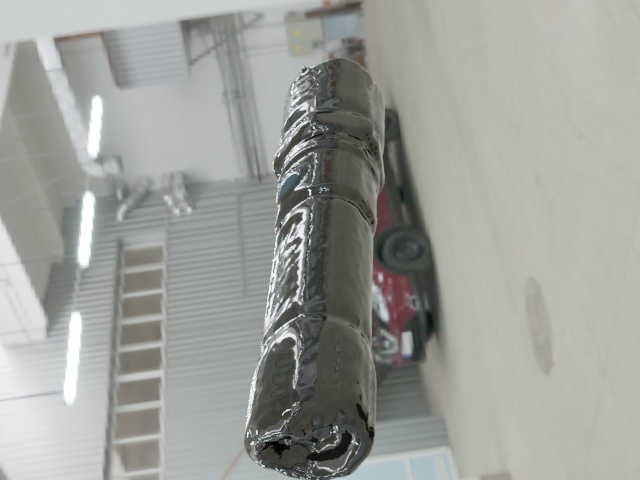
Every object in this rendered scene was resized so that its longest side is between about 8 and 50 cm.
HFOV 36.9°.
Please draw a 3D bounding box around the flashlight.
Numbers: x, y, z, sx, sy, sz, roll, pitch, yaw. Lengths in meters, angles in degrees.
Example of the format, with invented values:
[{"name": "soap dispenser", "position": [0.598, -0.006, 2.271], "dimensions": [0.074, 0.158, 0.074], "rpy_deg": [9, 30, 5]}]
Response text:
[{"name": "flashlight", "position": [0.000, 0.000, 0.741], "dimensions": [0.424, 0.103, 0.103], "rpy_deg": [-84, -11, -50]}]
